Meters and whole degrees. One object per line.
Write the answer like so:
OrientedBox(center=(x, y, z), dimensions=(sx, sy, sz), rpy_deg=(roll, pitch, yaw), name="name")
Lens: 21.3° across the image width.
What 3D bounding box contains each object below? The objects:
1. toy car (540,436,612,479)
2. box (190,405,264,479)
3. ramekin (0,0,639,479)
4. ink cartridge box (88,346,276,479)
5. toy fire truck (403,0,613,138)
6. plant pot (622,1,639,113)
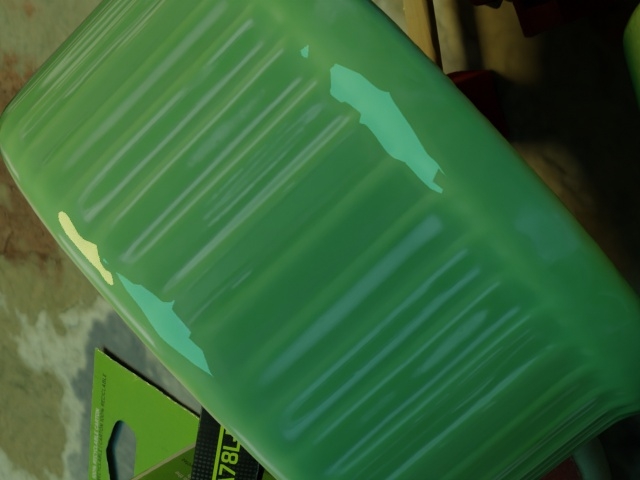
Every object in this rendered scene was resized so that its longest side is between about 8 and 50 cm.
OrientedBox(center=(0.024, 0.172, 0.929), dimensions=(0.219, 0.238, 0.210), rpy_deg=(60, 153, 8), name="toy car")
OrientedBox(center=(-0.040, 0.068, 1.012), dimensions=(0.045, 0.190, 0.184), rpy_deg=(9, 125, 2), name="box")
OrientedBox(center=(0.000, 0.000, 0.748), dimensions=(0.303, 0.148, 0.303), rpy_deg=(47, -179, -1), name="ramekin")
OrientedBox(center=(-0.113, 0.224, 1.225), dimensions=(0.255, 0.097, 0.188), rpy_deg=(30, 129, 31), name="ink cartridge box")
OrientedBox(center=(0.079, -0.144, 0.877), dimensions=(0.135, 0.047, 0.192), rpy_deg=(-12, 100, 49), name="toy fire truck")
OrientedBox(center=(0.264, 0.049, 0.579), dimensions=(0.366, 0.366, 0.353), rpy_deg=(-28, 74, 49), name="plant pot")
